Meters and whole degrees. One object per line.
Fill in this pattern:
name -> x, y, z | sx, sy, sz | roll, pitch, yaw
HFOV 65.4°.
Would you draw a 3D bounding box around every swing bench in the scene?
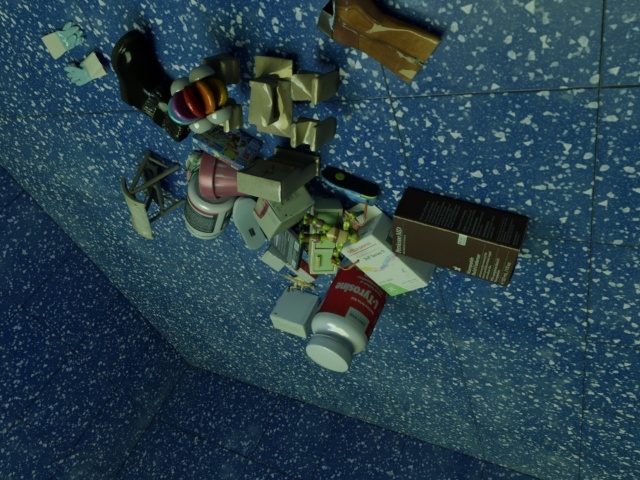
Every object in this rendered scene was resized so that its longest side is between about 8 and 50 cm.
swing bench -> -0.716, -0.187, 2.088 | 0.165, 0.255, 0.253 | 26, 146, 7

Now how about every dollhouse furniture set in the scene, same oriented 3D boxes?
dollhouse furniture set -> -0.122, -0.354, 1.510 | 0.362, 0.256, 0.394 | 15, 123, 20

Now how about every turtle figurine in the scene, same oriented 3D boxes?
turtle figurine -> 0.047, -0.035, 1.679 | 0.217, 0.087, 0.269 | 13, 121, -6

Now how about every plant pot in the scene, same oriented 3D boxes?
plant pot -> -0.318, -0.240, 1.789 | 0.180, 0.201, 0.201 | 9, 144, 3

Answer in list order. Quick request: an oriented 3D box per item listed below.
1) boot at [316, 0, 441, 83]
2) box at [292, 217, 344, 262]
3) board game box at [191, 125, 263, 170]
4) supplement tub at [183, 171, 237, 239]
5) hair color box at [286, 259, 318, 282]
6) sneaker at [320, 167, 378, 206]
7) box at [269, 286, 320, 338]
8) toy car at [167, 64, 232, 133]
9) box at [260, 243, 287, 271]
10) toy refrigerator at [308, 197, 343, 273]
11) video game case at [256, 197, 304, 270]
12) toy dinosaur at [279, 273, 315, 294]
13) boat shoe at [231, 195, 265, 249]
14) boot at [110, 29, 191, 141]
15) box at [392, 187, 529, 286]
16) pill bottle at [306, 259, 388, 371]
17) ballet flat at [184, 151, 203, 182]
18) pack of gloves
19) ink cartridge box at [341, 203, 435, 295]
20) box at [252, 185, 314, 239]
boot -> 0.145, -0.512, 1.141 | 0.280, 0.096, 0.264 | 30, 146, -1
box -> 0.000, 0.000, 1.942 | 0.147, 0.077, 0.180 | -3, 134, 40
board game box -> -0.314, -0.331, 1.696 | 0.201, 0.136, 0.035 | 31, 146, 1
supplement tub -> -0.445, -0.139, 2.000 | 0.191, 0.191, 0.272 | 32, 146, -2
hair color box -> -0.083, 0.125, 2.204 | 0.141, 0.043, 0.072 | 39, 146, -15
sneaker -> 0.092, -0.170, 1.657 | 0.209, 0.069, 0.082 | 25, 150, 8
box -> -0.115, 0.343, 2.389 | 0.182, 0.181, 0.119 | 15, 144, 22
toy car -> -0.345, -0.378, 1.369 | 0.182, 0.136, 0.159 | -15, 109, 35
box -> -0.186, 0.061, 2.158 | 0.102, 0.087, 0.101 | 35, 146, -8
toy refrigerator -> 0.015, -0.011, 1.790 | 0.102, 0.094, 0.269 | 0, 122, -8
video game case -> -0.167, -0.025, 1.992 | 0.274, 0.026, 0.196 | 47, 152, 21
toy dinosaur -> -0.109, 0.196, 2.327 | 0.183, 0.053, 0.092 | 21, 131, 1
boat shoe -> -0.292, -0.089, 1.988 | 0.105, 0.113, 0.306 | 55, 170, 32
boot -> -0.530, -0.498, 1.642 | 0.260, 0.131, 0.348 | 37, 157, 2
box -> 0.421, -0.014, 1.547 | 0.381, 0.143, 0.191 | 18, 145, 21
pill bottle -> 0.107, 0.288, 1.939 | 0.229, 0.408, 0.229 | 20, 146, 15
ballet flat -> -0.487, -0.297, 1.944 | 0.079, 0.077, 0.221 | 56, 144, -1
pack of gloves -> -0.868, -0.668, 1.785 | 0.232, 0.046, 0.195 | -3, 123, 36
ink cartridge box -> 0.214, 0.034, 1.784 | 0.353, 0.119, 0.207 | 41, 146, -14
box -> -0.137, -0.117, 1.763 | 0.127, 0.148, 0.232 | 56, 159, 3
